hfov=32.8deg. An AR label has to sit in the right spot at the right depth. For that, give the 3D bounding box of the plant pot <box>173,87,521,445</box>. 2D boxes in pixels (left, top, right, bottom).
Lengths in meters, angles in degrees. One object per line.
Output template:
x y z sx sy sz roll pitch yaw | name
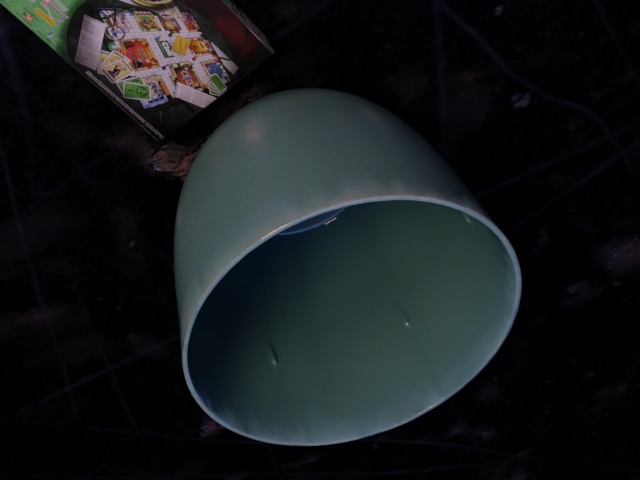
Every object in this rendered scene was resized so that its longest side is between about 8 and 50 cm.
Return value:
0.000 0.000 0.980 0.293 0.235 0.293 -11 134 -11 | plant pot

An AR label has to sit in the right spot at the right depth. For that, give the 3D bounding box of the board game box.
-0.166 -0.198 0.883 0.136 0.030 0.260 -34 134 14 | board game box
